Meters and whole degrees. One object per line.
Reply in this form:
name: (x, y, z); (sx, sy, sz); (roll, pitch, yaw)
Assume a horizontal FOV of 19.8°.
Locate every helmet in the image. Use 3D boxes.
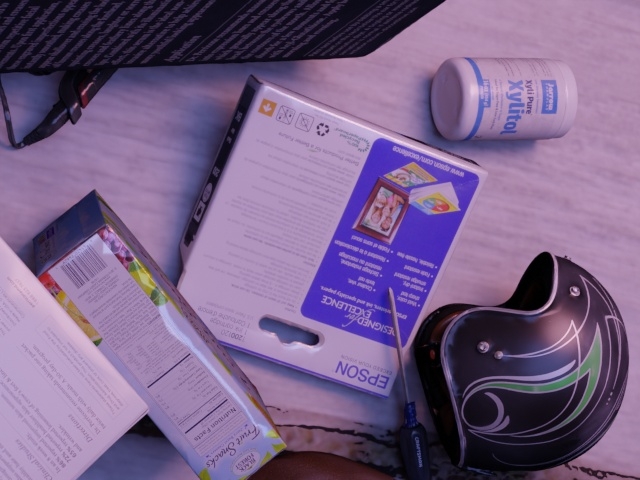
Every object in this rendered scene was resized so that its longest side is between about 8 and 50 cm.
helmet: (0.168, 0.099, 1.477); (0.162, 0.169, 0.169); (-14, 90, -8)

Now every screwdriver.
screwdriver: (0.072, 0.118, 1.484); (0.025, 0.024, 0.170); (0, 107, 14)

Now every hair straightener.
hair straightener: (-0.178, -0.169, 1.431); (0.089, 0.047, 0.230); (34, 77, 8)

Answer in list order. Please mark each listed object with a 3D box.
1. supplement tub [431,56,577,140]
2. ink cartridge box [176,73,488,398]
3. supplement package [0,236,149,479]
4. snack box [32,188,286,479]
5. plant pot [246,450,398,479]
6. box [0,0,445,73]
supplement tub: (0.153, -0.119, 1.542); (0.107, 0.071, 0.071); (-3, 85, -22)
ink cartridge box: (0.000, 0.000, 1.464); (0.206, 0.045, 0.208); (20, 99, -19)
supplement package: (-0.300, 0.132, 1.254); (0.263, 0.198, 0.199); (-44, 102, -21)
snack box: (-0.121, 0.072, 1.339); (0.070, 0.174, 0.207); (-39, 103, -1)
plant pot: (0.034, 0.266, 1.364); (0.215, 0.230, 0.215); (2, 84, -23)
box: (-0.117, -0.290, 1.313); (0.395, 0.212, 0.293); (-5, 79, -27)
